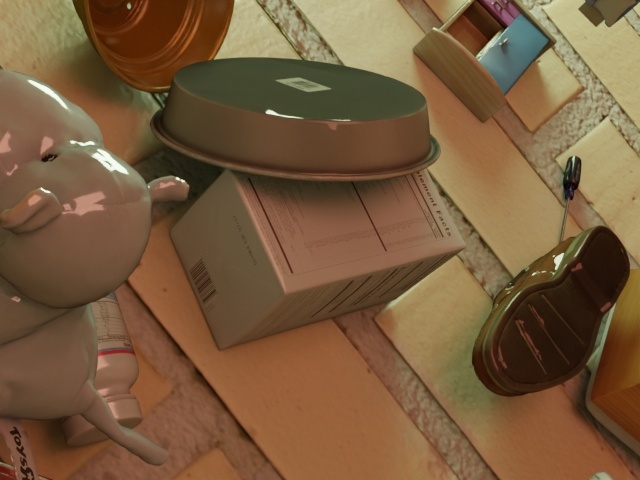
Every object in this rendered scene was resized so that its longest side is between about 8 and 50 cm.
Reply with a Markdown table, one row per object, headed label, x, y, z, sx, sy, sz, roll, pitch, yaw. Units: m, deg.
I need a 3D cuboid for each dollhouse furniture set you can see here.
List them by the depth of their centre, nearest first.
| label | x | y | z | sx | sy | sz | roll | pitch | yaw |
| --- | --- | --- | --- | --- | --- | --- | --- | --- | --- |
| dollhouse furniture set | 0.259 | -0.356 | 1.427 | 0.286 | 0.303 | 0.198 | 45 | 46 | -4 |

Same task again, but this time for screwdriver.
| label | x | y | z | sx | sy | sz | roll | pitch | yaw |
| --- | --- | --- | --- | --- | --- | --- | --- | --- | --- |
| screwdriver | 0.324 | -0.043 | 1.477 | 0.025 | 0.024 | 0.169 | 48 | 45 | -42 |

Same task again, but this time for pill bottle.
| label | x | y | z | sx | sy | sz | roll | pitch | yaw |
| --- | --- | --- | --- | --- | --- | --- | --- | --- | --- |
| pill bottle | -0.207 | 0.089 | 0.962 | 0.087 | 0.087 | 0.160 | -6 | 67 | -38 |

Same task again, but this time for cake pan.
| label | x | y | z | sx | sy | sz | roll | pitch | yaw |
| --- | --- | --- | --- | --- | --- | --- | --- | --- | --- |
| cake pan | -0.022 | -0.130 | 1.130 | 0.293 | 0.054 | 0.293 | 6 | 21 | -2 |

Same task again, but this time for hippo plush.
| label | x | y | z | sx | sy | sz | roll | pitch | yaw |
| --- | --- | --- | --- | --- | --- | --- | --- | --- | --- |
| hippo plush | -0.231 | 0.022 | 0.774 | 0.234 | 0.236 | 0.294 | -20 | 65 | -45 |

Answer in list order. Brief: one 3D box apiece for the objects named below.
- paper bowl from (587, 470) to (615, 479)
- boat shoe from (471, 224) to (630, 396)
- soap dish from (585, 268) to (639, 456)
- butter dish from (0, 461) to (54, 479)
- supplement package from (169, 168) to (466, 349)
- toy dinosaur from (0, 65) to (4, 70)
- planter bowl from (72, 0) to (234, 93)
| label | x | y | z | sx | sy | sz | roll | pitch | yaw |
| --- | --- | --- | --- | --- | --- | --- | --- | --- | --- |
| paper bowl | 0.319 | 0.370 | 1.068 | 0.148 | 0.284 | 0.284 | -45 | 91 | 1 |
| boat shoe | 0.249 | 0.092 | 1.281 | 0.307 | 0.104 | 0.110 | -33 | 93 | -45 |
| soap dish | 0.470 | 0.189 | 1.365 | 0.291 | 0.118 | 0.229 | 40 | 47 | -10 |
| butter dish | -0.266 | 0.231 | 0.820 | 0.160 | 0.118 | 0.160 | 24 | 10 | -18 |
| supplement package | 0.000 | 0.000 | 1.133 | 0.244 | 0.134 | 0.139 | -12 | 70 | -39 |
| toy dinosaur | -0.299 | -0.122 | 1.048 | 0.118 | 0.064 | 0.268 | -17 | 73 | -56 |
| planter bowl | -0.191 | -0.265 | 1.165 | 0.217 | 0.090 | 0.217 | -22 | 118 | -50 |
